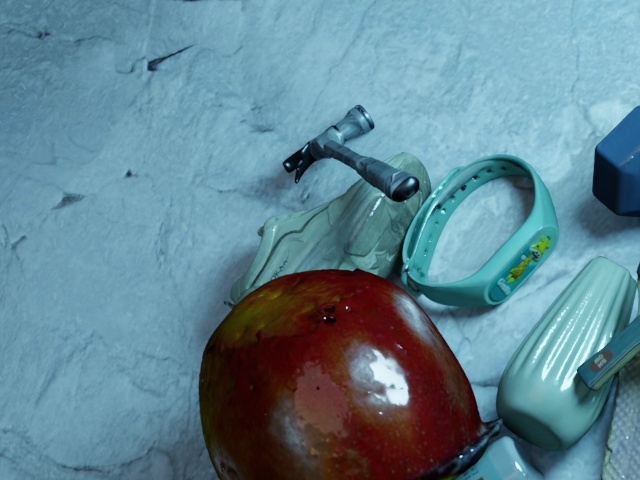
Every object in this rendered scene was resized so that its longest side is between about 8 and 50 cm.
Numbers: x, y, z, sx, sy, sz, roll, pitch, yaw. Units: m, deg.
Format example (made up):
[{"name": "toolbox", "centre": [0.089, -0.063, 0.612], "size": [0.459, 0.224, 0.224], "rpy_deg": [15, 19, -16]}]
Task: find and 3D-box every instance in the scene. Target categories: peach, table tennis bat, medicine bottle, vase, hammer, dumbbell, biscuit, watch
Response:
[{"name": "peach", "centre": [0.022, 0.224, 1.997], "size": [0.339, 0.353, 0.416], "rpy_deg": [-40, 42, 1]}, {"name": "table tennis bat", "centre": [0.421, 0.068, 1.913], "size": [0.301, 0.022, 0.173], "rpy_deg": [-42, 51, 16]}, {"name": "medicine bottle", "centre": [0.116, 0.376, 2.025], "size": [0.351, 0.110, 0.110], "rpy_deg": [-34, 51, 11]}, {"name": "vase", "centre": [0.316, 0.135, 2.041], "size": [0.128, 0.128, 0.248], "rpy_deg": [15, 64, 37]}, {"name": "hammer", "centre": [0.060, -0.112, 2.246], "size": [0.152, 0.044, 0.427], "rpy_deg": [-35, 17, -8]}, {"name": "dumbbell", "centre": [0.482, -0.033, 2.021], "size": [0.160, 0.144, 0.325], "rpy_deg": [-43, 49, 2]}, {"name": "biscuit", "centre": [0.402, 0.230, 1.968], "size": [0.108, 0.062, 0.239], "rpy_deg": [0, 62, 34]}, {"name": "watch", "centre": [0.213, -0.008, 2.220], "size": [0.237, 0.068, 0.195], "rpy_deg": [-48, 49, -3]}]

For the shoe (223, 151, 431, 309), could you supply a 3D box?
[{"name": "shoe", "centre": [0.000, 0.000, 2.305], "size": [0.210, 0.132, 0.342], "rpy_deg": [29, 81, 41]}]
